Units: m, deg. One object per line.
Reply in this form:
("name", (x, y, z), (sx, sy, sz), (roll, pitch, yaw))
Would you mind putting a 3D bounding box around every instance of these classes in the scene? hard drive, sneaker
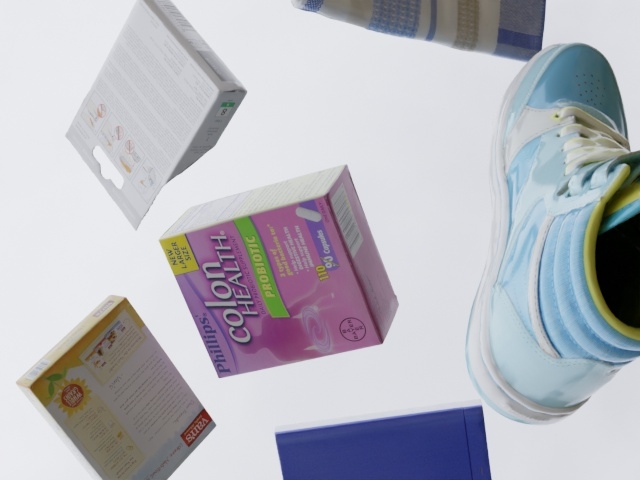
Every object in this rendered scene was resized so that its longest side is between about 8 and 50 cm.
("hard drive", (0.103, 0.366, 1.653), (0.040, 0.318, 0.210), (-87, -12, -73))
("sneaker", (0.206, -0.042, 0.745), (0.127, 0.208, 0.319), (17, -117, -13))

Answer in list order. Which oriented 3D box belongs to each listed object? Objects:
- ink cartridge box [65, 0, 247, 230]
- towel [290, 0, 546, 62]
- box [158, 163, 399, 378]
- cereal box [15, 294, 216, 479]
("ink cartridge box", (-0.202, -0.153, 1.284), (0.056, 0.225, 0.181), (-9, -128, -49))
("towel", (0.104, -0.291, 1.012), (0.285, 0.034, 0.209), (8, -97, -27))
("box", (-0.051, 0.043, 1.401), (0.117, 0.243, 0.214), (-57, -50, -62))
("cereal box", (-0.260, 0.216, 1.395), (0.173, 0.047, 0.240), (-45, -61, -30))
